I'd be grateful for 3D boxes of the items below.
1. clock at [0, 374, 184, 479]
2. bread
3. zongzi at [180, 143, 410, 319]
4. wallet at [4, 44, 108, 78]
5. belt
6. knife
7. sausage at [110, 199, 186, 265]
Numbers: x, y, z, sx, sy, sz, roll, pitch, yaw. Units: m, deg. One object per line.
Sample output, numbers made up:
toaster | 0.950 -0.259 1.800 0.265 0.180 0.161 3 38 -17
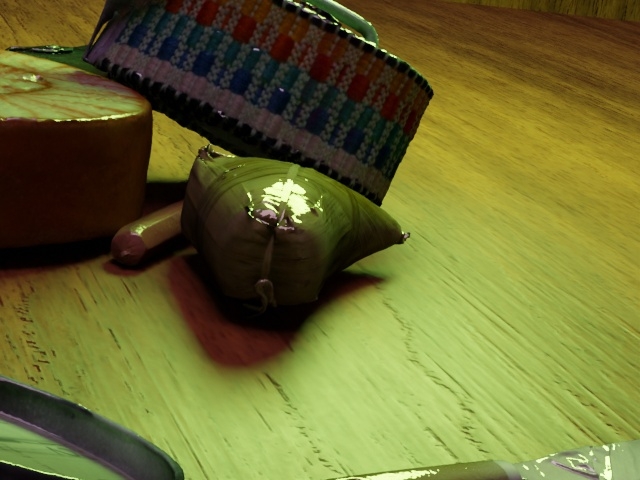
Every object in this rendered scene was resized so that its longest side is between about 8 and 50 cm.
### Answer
clock | -0.167 0.091 0.636 0.226 0.049 0.226 20 1 0
bread | -0.289 -0.083 1.168 0.295 0.114 0.327 0 17 -27
zongzi | 0.000 0.000 1.087 0.197 0.099 0.194 11 15 -17
wallet | -0.280 -0.202 1.701 0.172 0.045 0.318 16 16 19
belt | -0.045 -0.156 1.310 0.295 0.160 0.207 27 -3 6
knife | 0.122 0.136 0.814 0.297 0.017 0.047 0 20 -39
sausage | -0.125 -0.009 1.150 0.030 0.035 0.147 -20 4 24
